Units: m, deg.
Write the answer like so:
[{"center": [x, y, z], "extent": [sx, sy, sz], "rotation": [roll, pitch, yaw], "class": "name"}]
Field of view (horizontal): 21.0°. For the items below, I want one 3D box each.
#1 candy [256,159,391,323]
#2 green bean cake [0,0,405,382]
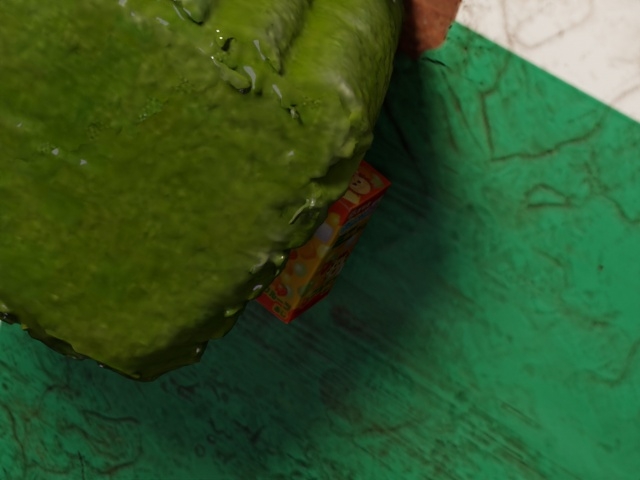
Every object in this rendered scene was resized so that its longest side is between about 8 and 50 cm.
[{"center": [0.000, 0.000, 1.263], "extent": [0.038, 0.062, 0.122], "rotation": [39, 126, 13], "class": "candy"}, {"center": [-0.142, -0.108, 1.153], "extent": [0.319, 0.218, 0.335], "rotation": [32, 124, -12], "class": "green bean cake"}]
